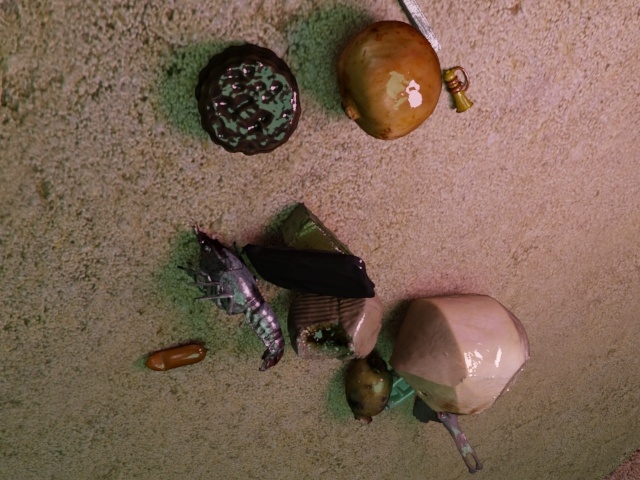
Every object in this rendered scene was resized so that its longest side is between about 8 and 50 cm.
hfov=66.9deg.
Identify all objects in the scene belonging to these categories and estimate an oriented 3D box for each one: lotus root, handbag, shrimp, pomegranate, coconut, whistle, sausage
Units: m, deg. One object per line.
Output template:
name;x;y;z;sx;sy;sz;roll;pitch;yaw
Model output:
lotus root;0.152;0.503;1.603;0.154;0.154;0.277;0;123;-16
handbag;-0.029;0.075;1.219;0.333;0.074;0.191;7;154;23
shrimp;-0.220;0.142;1.241;0.410;0.221;0.166;47;113;-2
pomegranate;0.143;-0.338;1.042;0.249;0.248;0.248;-7;122;-12
coconut;0.400;0.347;1.461;0.416;0.344;0.414;-9;124;-14
whistle;0.342;-0.373;1.185;0.057;0.046;0.109;-22;119;16
sausage;-0.412;0.338;1.400;0.183;0.054;0.062;-15;91;-4

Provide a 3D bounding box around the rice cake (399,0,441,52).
rice cake;0.220;-0.491;1.081;0.029;0.033;0.171;-39;123;8

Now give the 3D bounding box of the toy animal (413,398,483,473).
toy animal;0.438;0.634;1.664;0.225;0.284;0.302;-30;141;8

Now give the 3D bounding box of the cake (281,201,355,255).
cake;0.002;0.017;1.292;0.099;0.100;0.235;-40;122;12

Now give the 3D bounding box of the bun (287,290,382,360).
bun;0.050;0.225;1.352;0.282;0.281;0.204;-29;133;3

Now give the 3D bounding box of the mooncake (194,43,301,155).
mooncake;-0.152;-0.297;1.042;0.229;0.124;0.228;-7;123;-10

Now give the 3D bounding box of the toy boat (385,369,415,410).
toy boat;0.272;0.522;1.693;0.208;0.078;0.134;-37;126;6
